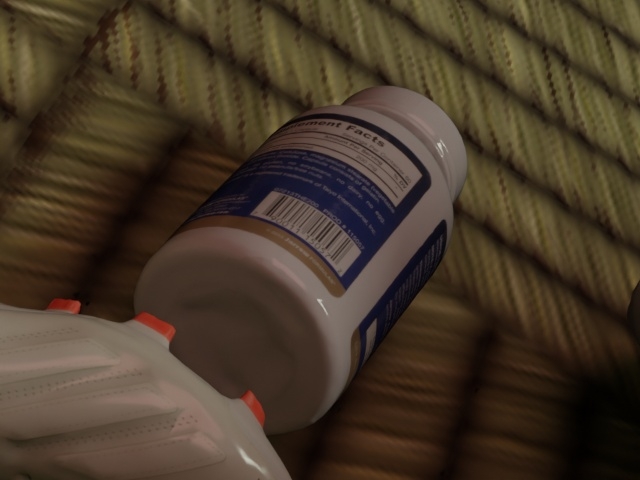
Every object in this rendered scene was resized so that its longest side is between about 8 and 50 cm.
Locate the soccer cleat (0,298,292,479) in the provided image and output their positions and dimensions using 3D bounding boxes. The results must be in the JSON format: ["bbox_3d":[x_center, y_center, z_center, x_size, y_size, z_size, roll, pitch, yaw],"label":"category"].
[{"bbox_3d":[-0.100,0.037,0.450,0.196,0.068,0.076,30,45,0],"label":"soccer cleat"}]

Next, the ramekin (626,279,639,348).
[{"bbox_3d":[0.246,0.031,0.566,0.273,0.273,0.127,-3,66,-38],"label":"ramekin"}]

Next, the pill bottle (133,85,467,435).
[{"bbox_3d":[0.000,0.000,0.551,0.067,0.067,0.120,40,40,1],"label":"pill bottle"}]
